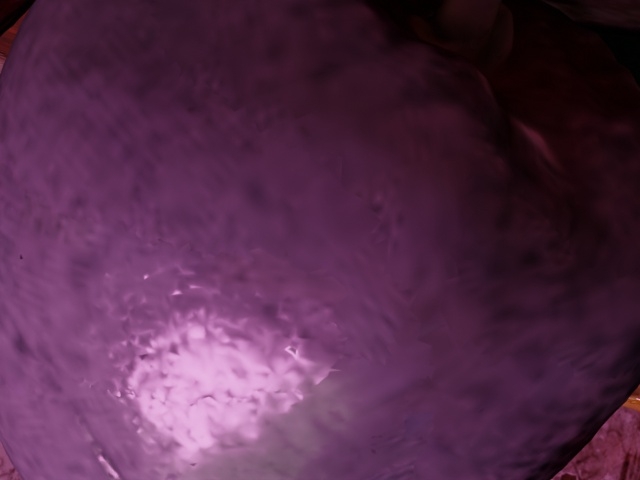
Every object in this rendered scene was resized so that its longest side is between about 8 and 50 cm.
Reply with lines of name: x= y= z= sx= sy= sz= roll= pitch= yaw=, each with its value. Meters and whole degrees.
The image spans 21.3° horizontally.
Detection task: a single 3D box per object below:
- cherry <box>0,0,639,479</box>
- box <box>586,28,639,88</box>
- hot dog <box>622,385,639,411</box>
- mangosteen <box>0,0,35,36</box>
cherry: x=0.000 y=0.000 z=0.606 sx=0.255 sy=0.296 sz=0.218 roll=17 pitch=-155 yaw=-32
box: x=0.122 y=-0.044 z=0.768 sx=0.199 sy=0.081 sz=0.135 roll=11 pitch=175 yaw=43
hot dog: x=0.122 y=0.034 z=0.761 sx=0.250 sy=0.076 sz=0.104 roll=17 pitch=178 yaw=25
mangosteen: x=-0.131 y=-0.092 z=0.400 sx=0.152 sy=0.152 sz=0.152 roll=16 pitch=178 yaw=1
